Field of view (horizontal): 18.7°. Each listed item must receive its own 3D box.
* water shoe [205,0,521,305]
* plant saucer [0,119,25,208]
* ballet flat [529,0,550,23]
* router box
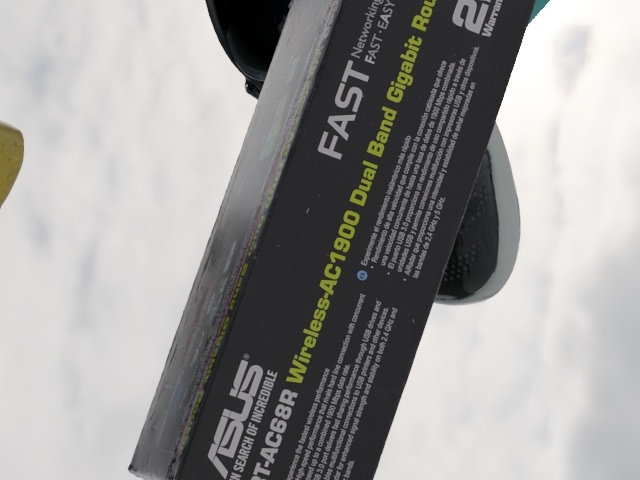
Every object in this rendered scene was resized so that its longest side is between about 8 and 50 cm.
[{"bbox_3d":[-0.001,-0.056,0.656,0.203,0.073,0.080,63,-147,-14],"label":"water shoe"},{"bbox_3d":[-0.352,0.015,0.869,0.081,0.332,0.333,80,-148,-58],"label":"plant saucer"},{"bbox_3d":[0.119,-0.217,0.836,0.409,0.147,0.147,-47,-34,-11],"label":"ballet flat"},{"bbox_3d":[0.000,0.000,0.412,0.092,0.038,0.122,156,133,-79],"label":"router box"}]
